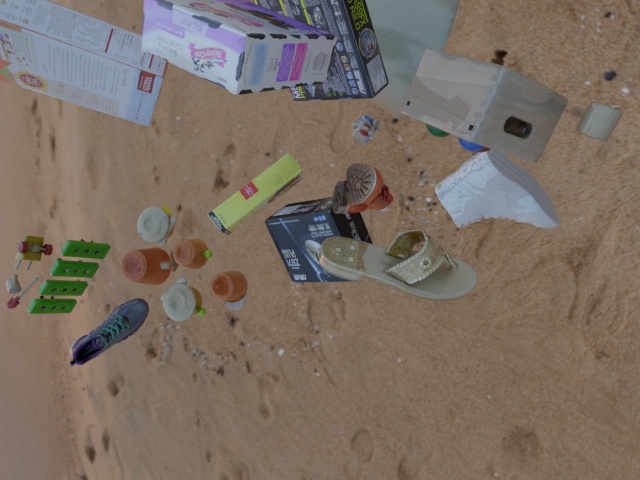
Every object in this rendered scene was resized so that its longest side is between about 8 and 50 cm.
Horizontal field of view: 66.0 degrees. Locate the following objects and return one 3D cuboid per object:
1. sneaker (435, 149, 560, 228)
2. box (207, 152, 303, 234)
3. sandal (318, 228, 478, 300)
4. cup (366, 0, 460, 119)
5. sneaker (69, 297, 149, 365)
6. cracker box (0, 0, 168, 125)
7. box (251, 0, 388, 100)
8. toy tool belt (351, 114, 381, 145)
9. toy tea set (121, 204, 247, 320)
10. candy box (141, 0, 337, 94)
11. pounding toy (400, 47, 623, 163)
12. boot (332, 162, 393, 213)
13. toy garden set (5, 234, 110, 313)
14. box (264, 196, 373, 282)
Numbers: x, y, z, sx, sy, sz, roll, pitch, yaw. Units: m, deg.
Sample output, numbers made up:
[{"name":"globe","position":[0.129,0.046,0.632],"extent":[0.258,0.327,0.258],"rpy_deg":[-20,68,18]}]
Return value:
[{"name":"sneaker","position":[0.380,-0.082,1.078],"extent":[0.169,0.292,0.108],"rpy_deg":[-36,38,38]},{"name":"box","position":[-0.146,-0.105,1.144],"extent":[0.232,0.087,0.058],"rpy_deg":[-37,86,-2]},{"name":"sandal","position":[0.121,0.020,0.684],"extent":[0.079,0.240,0.088],"rpy_deg":[107,170,-47]},{"name":"cup","position":[0.159,-0.498,1.216],"extent":[0.237,0.331,0.331],"rpy_deg":[20,117,-5]},{"name":"sneaker","position":[-0.530,0.239,1.253],"extent":[0.083,0.224,0.098],"rpy_deg":[53,167,-16]},{"name":"cracker box","position":[-0.361,-0.270,0.751],"extent":[0.156,0.232,0.067],"rpy_deg":[-30,49,59]},{"name":"box","position":[-0.010,-0.391,0.903],"extent":[0.216,0.060,0.270],"rpy_deg":[13,139,43]},{"name":"toy tool belt","position":[0.087,-0.215,0.925],"extent":[0.052,0.083,0.051],"rpy_deg":[33,87,-3]},{"name":"toy tea set","position":[-0.318,0.074,1.176],"extent":[0.336,0.124,0.200],"rpy_deg":[37,97,17]},{"name":"candy box","position":[-0.101,-0.259,0.645],"extent":[0.165,0.196,0.070],"rpy_deg":[30,123,21]},{"name":"pounding toy","position":[0.232,-0.136,0.578],"extent":[0.206,0.181,0.094],"rpy_deg":[43,119,49]},{"name":"boot","position":[0.075,-0.074,0.730],"extent":[0.158,0.085,0.059],"rpy_deg":[149,123,-77]},{"name":"toy garden set","position":[-0.677,0.082,1.227],"extent":[0.244,0.204,0.049],"rpy_deg":[-51,60,19]},{"name":"box","position":[0.000,0.000,0.952],"extent":[0.180,0.077,0.147],"rpy_deg":[-5,116,43]}]
